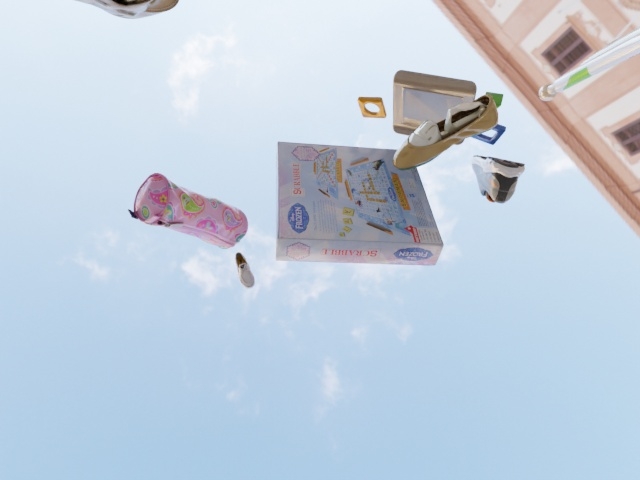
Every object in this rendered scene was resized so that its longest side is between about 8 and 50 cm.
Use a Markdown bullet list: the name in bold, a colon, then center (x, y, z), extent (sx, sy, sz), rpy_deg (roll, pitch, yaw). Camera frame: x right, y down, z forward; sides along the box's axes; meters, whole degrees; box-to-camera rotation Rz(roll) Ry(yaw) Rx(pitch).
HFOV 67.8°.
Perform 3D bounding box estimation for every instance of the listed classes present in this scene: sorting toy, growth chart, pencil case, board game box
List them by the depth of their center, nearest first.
- **growth chart**: center (0.309, -0.187, 0.362), extent (0.237, 0.172, 0.021), rpy_deg (-28, -86, -1)
- **board game box**: center (0.064, -0.086, 1.002), extent (0.317, 0.066, 0.319), rpy_deg (3, -136, -7)
- **sorting toy**: center (0.258, -0.313, 1.104), extent (0.347, 0.196, 0.047), rpy_deg (14, -114, 14)
- **pencil case**: center (-0.301, -0.059, 1.128), extent (0.124, 0.284, 0.124), rpy_deg (-8, -107, 29)

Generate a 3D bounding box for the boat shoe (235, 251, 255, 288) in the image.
- **boat shoe**: center (-0.184, 0.069, 1.142), extent (0.035, 0.035, 0.100), rpy_deg (-20, -125, -4)

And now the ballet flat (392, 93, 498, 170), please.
- **ballet flat**: center (0.240, -0.219, 0.938), extent (0.232, 0.073, 0.080), rpy_deg (-27, -136, -4)

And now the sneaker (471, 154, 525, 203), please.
- **sneaker**: center (0.432, -0.156, 1.202), extent (0.100, 0.271, 0.108), rpy_deg (12, -76, 7)

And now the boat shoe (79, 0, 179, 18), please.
- **boat shoe**: center (-0.296, -0.398, 0.734), extent (0.098, 0.302, 0.109), rpy_deg (20, -67, 11)
